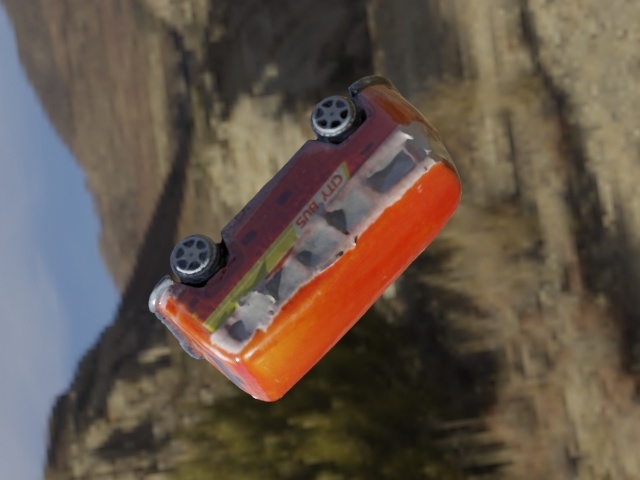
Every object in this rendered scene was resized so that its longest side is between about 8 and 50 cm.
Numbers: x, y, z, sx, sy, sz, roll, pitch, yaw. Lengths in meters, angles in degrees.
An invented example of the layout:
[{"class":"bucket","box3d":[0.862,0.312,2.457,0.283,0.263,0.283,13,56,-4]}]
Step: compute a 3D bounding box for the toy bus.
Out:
[{"class":"toy bus","box3d":[0.000,0.000,0.849,0.077,0.174,0.079,39,170,33]}]
